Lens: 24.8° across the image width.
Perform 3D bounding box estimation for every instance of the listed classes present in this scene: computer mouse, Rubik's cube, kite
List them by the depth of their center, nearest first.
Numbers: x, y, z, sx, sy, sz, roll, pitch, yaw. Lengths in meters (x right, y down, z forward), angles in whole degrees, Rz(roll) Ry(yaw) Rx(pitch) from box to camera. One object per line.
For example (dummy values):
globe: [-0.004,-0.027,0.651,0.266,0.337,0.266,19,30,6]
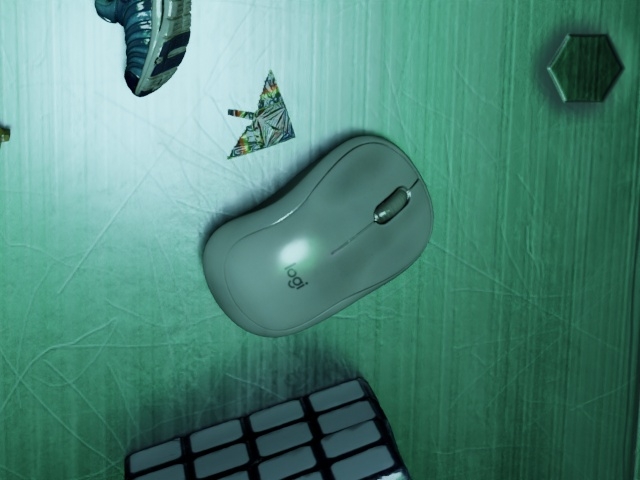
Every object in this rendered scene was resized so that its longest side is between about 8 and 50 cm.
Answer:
Rubik's cube: [-0.027,0.412,1.747,0.344,0.337,0.344,-21,107,-4]
computer mouse: [0.000,0.000,1.766,0.297,0.121,0.184,-27,105,-1]
kite: [-0.070,-0.146,1.777,0.090,0.004,0.122,19,99,-13]

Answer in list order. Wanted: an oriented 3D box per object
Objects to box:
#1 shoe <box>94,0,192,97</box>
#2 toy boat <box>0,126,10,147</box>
shoe: [-0.208,-0.270,1.693,0.106,0.091,0.207,9,109,15]
toy boat: [-0.438,-0.116,1.704,0.149,0.047,0.049,-12,119,-3]
